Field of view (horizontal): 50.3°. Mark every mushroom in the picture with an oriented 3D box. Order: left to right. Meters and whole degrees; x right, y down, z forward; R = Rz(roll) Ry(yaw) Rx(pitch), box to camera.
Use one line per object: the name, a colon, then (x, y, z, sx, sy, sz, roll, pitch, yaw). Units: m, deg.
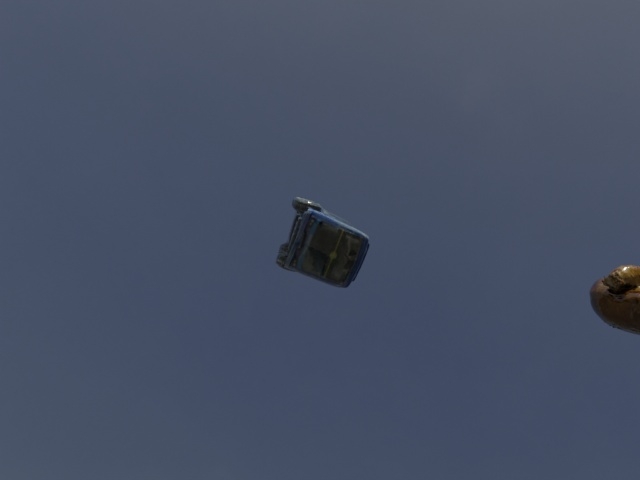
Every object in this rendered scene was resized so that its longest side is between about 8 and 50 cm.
mushroom: (0.400, 0.070, 0.842, 0.127, 0.127, 0.087, 3, -80, 11)

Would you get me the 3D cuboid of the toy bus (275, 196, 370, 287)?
toy bus: (0.003, -0.002, 0.807, 0.094, 0.236, 0.079, 16, -86, -4)
